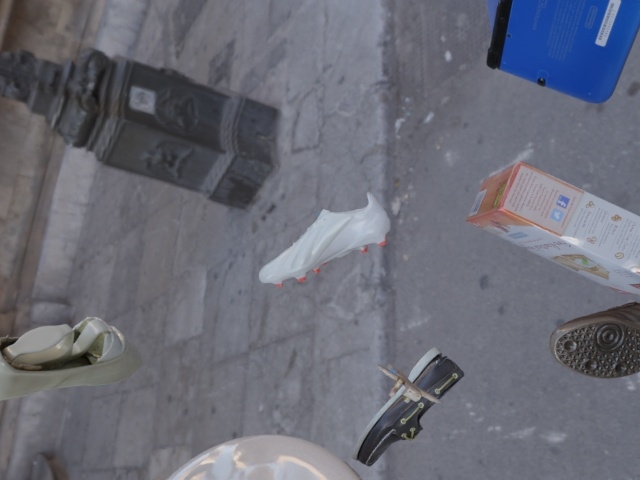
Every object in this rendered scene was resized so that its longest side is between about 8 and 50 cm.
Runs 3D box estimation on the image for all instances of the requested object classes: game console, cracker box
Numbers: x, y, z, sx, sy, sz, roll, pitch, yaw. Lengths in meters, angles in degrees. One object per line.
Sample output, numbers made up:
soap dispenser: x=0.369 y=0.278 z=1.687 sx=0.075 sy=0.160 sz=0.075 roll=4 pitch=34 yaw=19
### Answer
game console: x=0.301 y=-0.356 z=0.891 sx=0.173 sy=0.250 sz=0.293 roll=-56 pitch=-20 yaw=-22
cracker box: x=0.307 y=-0.008 z=0.858 sx=0.156 sy=0.232 sz=0.067 roll=115 pitch=179 yaw=-86

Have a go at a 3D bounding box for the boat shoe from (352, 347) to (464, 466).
boat shoe: x=0.143 y=0.282 z=1.166 sx=0.069 sy=0.081 sz=0.227 roll=37 pitch=84 yaw=23

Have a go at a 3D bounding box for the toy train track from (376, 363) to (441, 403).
toy train track: x=0.054 y=0.099 z=0.488 sx=0.014 sy=0.048 sz=0.083 roll=-59 pitch=3 yaw=-1

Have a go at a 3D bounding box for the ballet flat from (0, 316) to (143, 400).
ballet flat: x=-0.293 y=0.131 z=0.842 sx=0.086 sy=0.248 sz=0.086 roll=1 pitch=93 yaw=30

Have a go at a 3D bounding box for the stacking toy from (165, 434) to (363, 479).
stacking toy: x=-0.051 y=0.538 z=1.038 sx=0.480 sy=0.351 sz=0.350 roll=75 pitch=177 yaw=-46

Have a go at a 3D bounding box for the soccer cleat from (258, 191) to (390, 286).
soccer cleat: x=0.000 y=0.000 z=0.976 sx=0.068 sy=0.196 sz=0.076 roll=-80 pitch=-34 yaw=-81

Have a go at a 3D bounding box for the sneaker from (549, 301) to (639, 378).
sneaker: x=0.324 y=0.101 z=0.761 sx=0.071 sy=0.188 sz=0.066 roll=-125 pitch=34 yaw=-74
